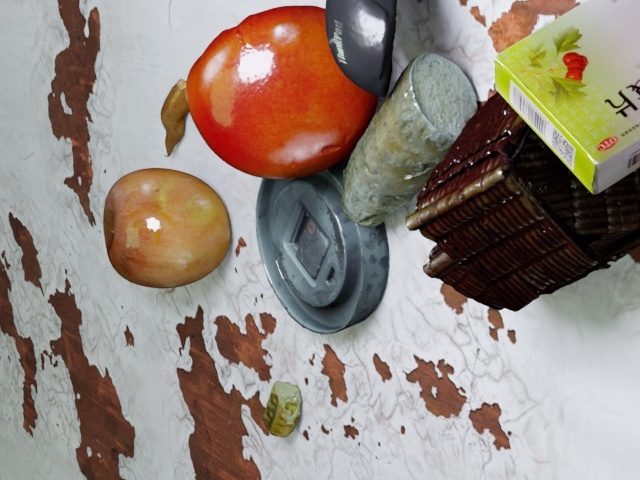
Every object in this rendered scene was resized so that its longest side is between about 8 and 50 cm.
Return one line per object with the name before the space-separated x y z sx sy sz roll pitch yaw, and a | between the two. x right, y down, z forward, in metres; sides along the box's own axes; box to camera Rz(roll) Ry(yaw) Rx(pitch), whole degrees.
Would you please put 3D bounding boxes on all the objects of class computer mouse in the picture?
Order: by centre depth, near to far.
computer mouse | 0.058 -0.326 1.631 0.170 0.100 0.269 95 -179 -61

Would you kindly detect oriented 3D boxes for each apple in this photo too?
apple | -0.292 -0.021 2.280 0.253 0.253 0.254 25 121 50

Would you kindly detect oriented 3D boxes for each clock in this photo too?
clock | -0.002 0.000 1.988 0.312 0.061 0.313 25 121 50

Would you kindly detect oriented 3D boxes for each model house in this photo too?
model house | 0.219 -0.068 1.444 0.317 0.282 0.297 -32 76 54

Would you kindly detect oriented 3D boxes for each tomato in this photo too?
tomato | -0.049 -0.208 1.798 0.298 0.298 0.226 -38 68 54

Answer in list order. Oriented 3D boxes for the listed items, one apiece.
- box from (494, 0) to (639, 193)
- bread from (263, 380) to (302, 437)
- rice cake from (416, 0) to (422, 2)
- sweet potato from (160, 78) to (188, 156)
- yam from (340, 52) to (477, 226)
box | 0.337 -0.186 1.258 0.175 0.260 0.062 53 170 30
bread | -0.070 0.315 2.205 0.066 0.060 0.110 27 127 15
rice cake | 0.134 -0.434 1.658 0.033 0.033 0.208 -121 23 -78
sweet potato | -0.283 -0.236 2.327 0.056 0.056 0.195 51 143 33
yam | 0.115 -0.124 1.717 0.133 0.133 0.330 63 147 19
